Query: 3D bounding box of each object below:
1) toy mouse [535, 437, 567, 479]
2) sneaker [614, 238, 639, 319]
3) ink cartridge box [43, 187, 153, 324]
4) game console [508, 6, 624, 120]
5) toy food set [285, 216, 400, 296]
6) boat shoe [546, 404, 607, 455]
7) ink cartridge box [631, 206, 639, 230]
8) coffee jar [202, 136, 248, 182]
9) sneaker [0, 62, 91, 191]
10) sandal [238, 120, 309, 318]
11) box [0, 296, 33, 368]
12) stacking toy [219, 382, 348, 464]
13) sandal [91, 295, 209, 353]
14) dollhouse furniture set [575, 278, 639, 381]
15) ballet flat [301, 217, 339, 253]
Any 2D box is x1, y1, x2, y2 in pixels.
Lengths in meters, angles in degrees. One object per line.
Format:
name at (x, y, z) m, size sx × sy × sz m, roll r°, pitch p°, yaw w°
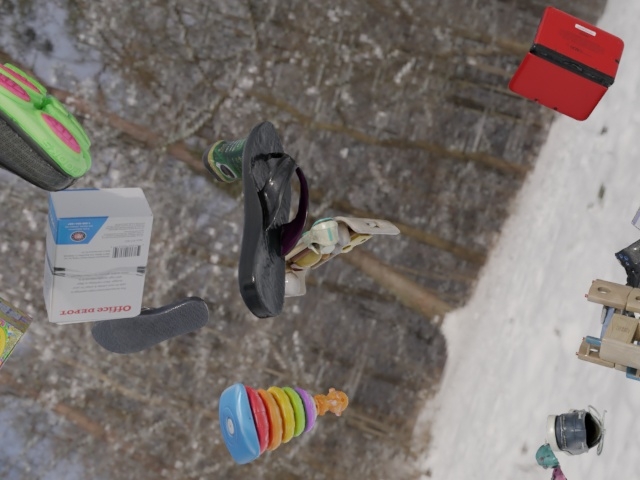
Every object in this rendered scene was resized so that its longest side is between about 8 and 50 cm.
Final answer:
toy mouse at (0.376, 0.376, 1.579) m, size 0.161 × 0.031 × 0.143 m, roll 57°, pitch -173°, yaw -41°
sneaker at (0.585, 0.083, 1.856) m, size 0.217 × 0.121 × 0.079 m, roll -53°, pitch -20°, yaw 11°
ink cartridge box at (-0.355, 0.024, 1.558) m, size 0.086 × 0.148 × 0.203 m, roll -122°, pitch 38°, yaw -46°
game console at (0.394, -0.282, 1.581) m, size 0.085 × 0.144 × 0.124 m, roll 131°, pitch 160°, yaw -71°
toy food set at (0.015, 0.045, 2.251) m, size 0.306 × 0.092 × 0.219 m, roll -32°, pitch -16°, yaw 26°
boat shoe at (0.497, 0.359, 1.869) m, size 0.254 × 0.079 × 0.095 m, roll 26°, pitch -119°, yaw -58°
ink cartridge box at (0.611, 0.074, 1.585) m, size 0.072 × 0.307 × 0.303 m, roll -54°, pitch -13°, yaw 18°
coffee jar at (-0.180, -0.182, 2.213) m, size 0.096 × 0.184 × 0.079 m, roll 50°, pitch -124°, yaw -30°
sneaker at (-0.493, -0.144, 1.150) m, size 0.185 × 0.482 × 0.202 m, roll -38°, pitch -34°, yaw -81°
sandal at (-0.080, -0.050, 1.980) m, size 0.167 × 0.107 × 0.446 m, roll 48°, pitch -146°, yaw -51°
box at (-0.565, 0.113, 1.348) m, size 0.177 × 0.279 × 0.290 m, roll -56°, pitch 12°, yaw -9°
stacking toy at (-0.072, 0.397, 2.289) m, size 0.166 × 0.301 × 0.175 m, roll -42°, pitch 62°, yaw 61°
sandal at (-0.366, 0.181, 2.136) m, size 0.054 × 0.254 × 0.097 m, roll -108°, pitch 8°, yaw -65°
dollhouse furniture set at (0.475, 0.169, 1.596) m, size 0.183 × 0.129 × 0.129 m, roll -42°, pitch -40°, yaw -52°
ballet flat at (0.000, 0.000, 1.679) m, size 0.168 × 0.057 × 0.052 m, roll 126°, pitch 128°, yaw -82°
